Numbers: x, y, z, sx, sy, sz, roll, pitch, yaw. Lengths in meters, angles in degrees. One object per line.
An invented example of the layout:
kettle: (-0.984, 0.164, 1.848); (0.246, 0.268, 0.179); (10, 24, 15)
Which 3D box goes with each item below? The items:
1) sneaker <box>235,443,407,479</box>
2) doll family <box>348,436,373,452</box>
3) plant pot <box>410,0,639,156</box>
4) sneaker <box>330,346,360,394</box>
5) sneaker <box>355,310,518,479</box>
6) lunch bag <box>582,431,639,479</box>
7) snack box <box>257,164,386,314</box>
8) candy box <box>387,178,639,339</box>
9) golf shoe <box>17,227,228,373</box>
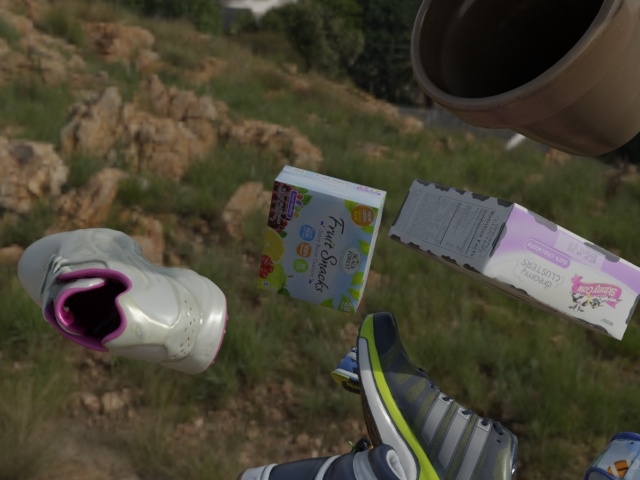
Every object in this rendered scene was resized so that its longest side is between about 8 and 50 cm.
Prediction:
sneaker: (0.020, 0.273, 0.703); (0.153, 0.099, 0.282); (-18, 46, 13)
doll family: (0.057, 0.340, 1.399); (0.076, 0.111, 0.193); (8, 36, 30)
plant pot: (0.270, -0.209, 1.128); (0.229, 0.263, 0.263); (34, -2, -41)
sneaker: (0.087, 0.183, 1.329); (0.144, 0.053, 0.059); (17, 56, 25)
sneaker: (0.116, 0.191, 0.924); (0.121, 0.111, 0.300); (-19, 59, -7)
lunch bag: (0.517, 0.423, 1.434); (0.303, 0.243, 0.115); (27, 51, 33)
snack box: (0.000, 0.000, 1.599); (0.174, 0.207, 0.070); (16, 32, 7)
candy box: (0.183, 0.014, 0.942); (0.164, 0.070, 0.196); (25, 0, -23)
golf shoe: (-0.233, 0.047, 0.998); (0.306, 0.115, 0.140); (14, 2, 40)
